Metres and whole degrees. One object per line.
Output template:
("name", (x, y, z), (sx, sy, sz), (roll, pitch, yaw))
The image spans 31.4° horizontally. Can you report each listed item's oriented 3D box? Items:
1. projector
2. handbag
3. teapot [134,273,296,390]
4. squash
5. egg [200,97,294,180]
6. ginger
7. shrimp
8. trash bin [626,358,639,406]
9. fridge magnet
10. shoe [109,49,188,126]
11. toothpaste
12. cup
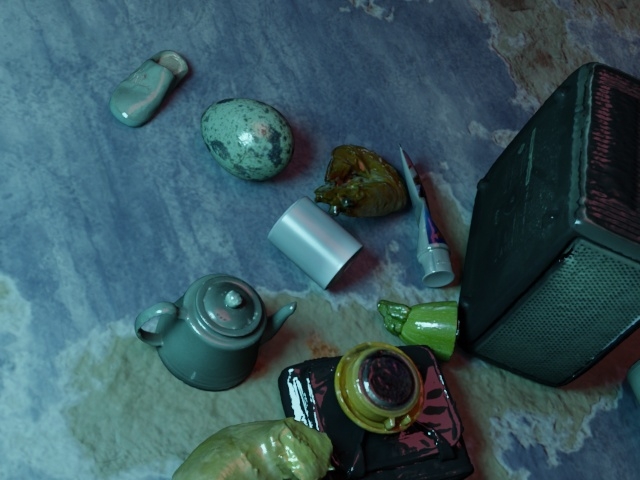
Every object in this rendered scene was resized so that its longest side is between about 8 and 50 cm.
("projector", (0.413, -0.025, 1.879), (0.242, 0.405, 0.395), (24, 50, -9))
("handbag", (0.088, 0.278, 1.728), (0.275, 0.088, 0.244), (-4, 63, -29))
("teapot", (-0.156, 0.119, 1.678), (0.239, 0.149, 0.162), (1, 58, -25))
("squash", (0.154, 0.141, 1.859), (0.132, 0.105, 0.105), (8, 53, -1))
("egg", (-0.124, -0.173, 1.909), (0.172, 0.132, 0.132), (30, 49, 13))
("ginger", (-0.106, 0.326, 1.564), (0.267, 0.152, 0.138), (-35, 103, -21))
("shrimp", (0.059, -0.098, 1.944), (0.154, 0.062, 0.294), (51, 25, 9))
("trash bin", (0.662, 0.297, 1.894), (0.277, 0.217, 0.262), (-10, 62, -24))
("fridge magnet", (0.089, 0.214, 1.674), (0.143, 0.063, 0.143), (9, 62, -18))
("shoe", (-0.286, -0.275, 1.941), (0.079, 0.078, 0.195), (35, 46, 0))
("toothpaste", (0.180, -0.046, 1.998), (0.061, 0.096, 0.266), (-18, 58, 11))
("cup", (-0.007, 0.008, 1.876), (0.133, 0.136, 0.099), (41, 84, 6))
